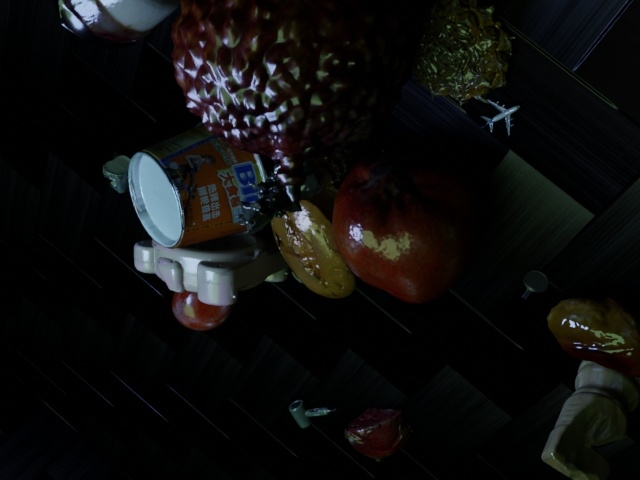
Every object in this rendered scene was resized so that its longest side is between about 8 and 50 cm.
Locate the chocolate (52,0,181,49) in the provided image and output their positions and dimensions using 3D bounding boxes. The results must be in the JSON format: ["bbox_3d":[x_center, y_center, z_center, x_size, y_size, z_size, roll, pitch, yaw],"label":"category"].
[{"bbox_3d":[-0.386,-0.540,1.758,0.186,0.283,0.283,-16,112,45],"label":"chocolate"}]

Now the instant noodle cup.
[{"bbox_3d":[-0.281,-0.117,2.000,0.296,0.214,0.296,30,131,41],"label":"instant noodle cup"}]

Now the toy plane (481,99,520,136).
[{"bbox_3d":[0.328,-0.225,1.606,0.084,0.024,0.078,-28,98,42],"label":"toy plane"}]

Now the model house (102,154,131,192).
[{"bbox_3d":[-0.525,-0.167,2.328,0.066,0.079,0.083,33,140,17],"label":"model house"}]

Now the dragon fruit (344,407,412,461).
[{"bbox_3d":[0.159,0.517,2.303,0.120,0.127,0.161,-2,121,50],"label":"dragon fruit"}]

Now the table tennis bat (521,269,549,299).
[{"bbox_3d":[0.430,0.091,1.800,0.050,0.007,0.083,35,137,11],"label":"table tennis bat"}]

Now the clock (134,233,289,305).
[{"bbox_3d":[-0.259,0.045,2.100,0.309,0.284,0.114,13,111,30],"label":"clock"}]

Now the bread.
[{"bbox_3d":[0.000,0.000,1.982,0.195,0.142,0.269,-8,118,45],"label":"bread"}]

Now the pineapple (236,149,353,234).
[{"bbox_3d":[-0.050,-0.128,1.784,0.170,0.310,0.141,-10,118,44],"label":"pineapple"}]

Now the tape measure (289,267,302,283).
[{"bbox_3d":[-0.029,0.060,2.124,0.091,0.054,0.094,45,134,2],"label":"tape measure"}]

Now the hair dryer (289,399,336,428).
[{"bbox_3d":[-0.012,0.477,2.480,0.150,0.047,0.071,-16,115,35],"label":"hair dryer"}]

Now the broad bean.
[{"bbox_3d":[0.546,0.179,1.692,0.228,0.122,0.156,21,160,34],"label":"broad bean"}]

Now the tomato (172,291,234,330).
[{"bbox_3d":[-0.322,0.161,2.382,0.167,0.167,0.167,22,135,24],"label":"tomato"}]

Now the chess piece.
[{"bbox_3d":[0.521,0.348,1.716,0.137,0.301,0.137,21,132,25],"label":"chess piece"}]

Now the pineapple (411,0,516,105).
[{"bbox_3d":[0.233,-0.327,1.562,0.225,0.076,0.225,24,136,26],"label":"pineapple"}]

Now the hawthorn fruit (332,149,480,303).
[{"bbox_3d":[0.171,-0.022,1.727,0.295,0.295,0.311,-11,117,44],"label":"hawthorn fruit"}]

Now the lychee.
[{"bbox_3d":[-0.046,-0.311,1.510,0.425,0.500,0.424,4,166,1],"label":"lychee"}]
